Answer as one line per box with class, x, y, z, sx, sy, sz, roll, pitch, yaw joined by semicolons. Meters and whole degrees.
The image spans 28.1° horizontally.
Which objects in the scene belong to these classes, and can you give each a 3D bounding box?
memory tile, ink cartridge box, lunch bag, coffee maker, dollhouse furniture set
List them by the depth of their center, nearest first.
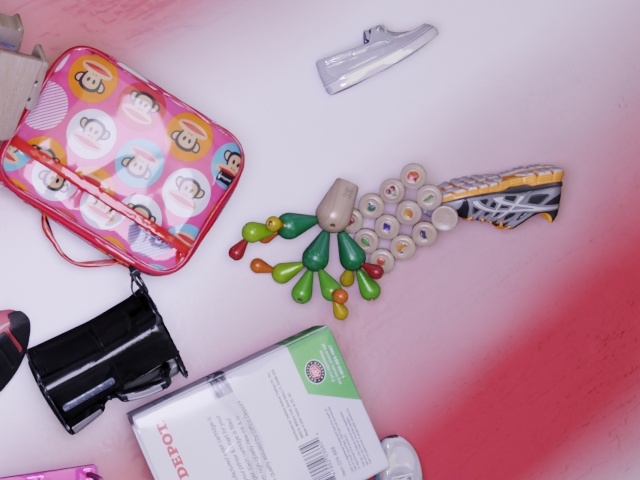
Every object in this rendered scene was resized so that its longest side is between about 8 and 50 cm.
dollhouse furniture set;-0.538;-0.249;1.628;0.286;0.303;0.198;10;123;-32
coffee maker;-0.287;0.142;1.661;0.178;0.120;0.171;-28;104;-12
lunch bag;-0.274;-0.087;1.693;0.293;0.120;0.258;32;84;-8
ink cartridge box;-0.087;0.265;1.705;0.289;0.121;0.211;-23;92;-14
memory tile;0.108;-0.029;1.793;0.148;0.012;0.113;-35;96;15

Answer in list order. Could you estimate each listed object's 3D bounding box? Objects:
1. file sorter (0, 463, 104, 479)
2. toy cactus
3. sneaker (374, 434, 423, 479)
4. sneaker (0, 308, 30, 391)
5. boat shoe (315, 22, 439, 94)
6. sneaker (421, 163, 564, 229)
file sorter;-0.398;0.398;1.558;0.291;0.182;0.202;-6;85;-17
toy cactus;0.000;0.000;1.752;0.219;0.112;0.180;24;84;-6
sneaker;0.123;0.363;1.770;0.071;0.083;0.190;-12;88;-12
sneaker;-0.513;0.171;1.618;0.136;0.116;0.314;40;65;22
boat shoe;0.079;-0.271;1.816;0.184;0.066;0.063;-28;94;-4
sneaker;0.250;-0.053;1.831;0.215;0.084;0.083;-9;106;-8
